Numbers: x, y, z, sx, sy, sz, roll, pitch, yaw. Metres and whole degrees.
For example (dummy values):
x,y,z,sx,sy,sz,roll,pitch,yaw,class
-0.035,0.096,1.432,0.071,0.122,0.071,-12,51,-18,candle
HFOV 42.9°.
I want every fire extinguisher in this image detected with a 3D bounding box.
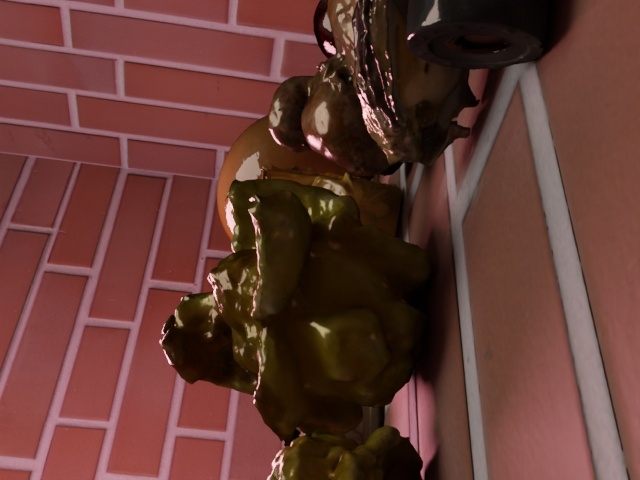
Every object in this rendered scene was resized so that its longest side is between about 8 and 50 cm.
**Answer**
x,y,z,sx,sy,sz,roll,pitch,yaw,class
0.140,-0.333,0.686,0.200,0.113,0.376,148,129,-85,fire extinguisher

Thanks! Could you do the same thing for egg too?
x,y,z,sx,sy,sz,roll,pitch,yaw,class
-0.055,-0.098,1.628,0.374,0.301,0.301,118,159,-65,egg

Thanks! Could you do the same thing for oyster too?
x,y,z,sx,sy,sz,roll,pitch,yaw,class
0.094,-0.231,0.789,0.100,0.275,0.271,29,85,43,oyster

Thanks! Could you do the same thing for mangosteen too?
x,y,z,sx,sy,sz,roll,pitch,yaw,class
0.075,-0.364,1.332,0.184,0.172,0.172,-61,11,17,mangosteen

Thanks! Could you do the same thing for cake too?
x,y,z,sx,sy,sz,roll,pitch,yaw,class
0.000,0.000,1.265,0.286,0.222,0.228,-120,36,-81,cake

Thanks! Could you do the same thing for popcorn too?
x,y,z,sx,sy,sz,roll,pitch,yaw,class
-0.012,0.060,0.974,0.321,0.290,0.326,-59,43,38,popcorn
0.030,0.289,0.849,0.197,0.155,0.198,10,-101,-63,popcorn

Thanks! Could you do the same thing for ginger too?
x,y,z,sx,sy,sz,roll,pitch,yaw,class
0.049,-0.203,1.042,0.304,0.155,0.245,-53,58,33,ginger

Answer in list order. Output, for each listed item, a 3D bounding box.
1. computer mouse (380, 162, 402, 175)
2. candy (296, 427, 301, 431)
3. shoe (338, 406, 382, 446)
x,y,z,sx,sy,sz,roll,pitch,yaw,class
0.110,-0.167,1.173,0.099,0.057,0.172,-111,21,-44,computer mouse
-0.025,0.246,1.803,0.179,0.135,0.321,-106,25,-80,candy
0.031,0.343,1.165,0.103,0.098,0.275,98,176,-71,shoe
